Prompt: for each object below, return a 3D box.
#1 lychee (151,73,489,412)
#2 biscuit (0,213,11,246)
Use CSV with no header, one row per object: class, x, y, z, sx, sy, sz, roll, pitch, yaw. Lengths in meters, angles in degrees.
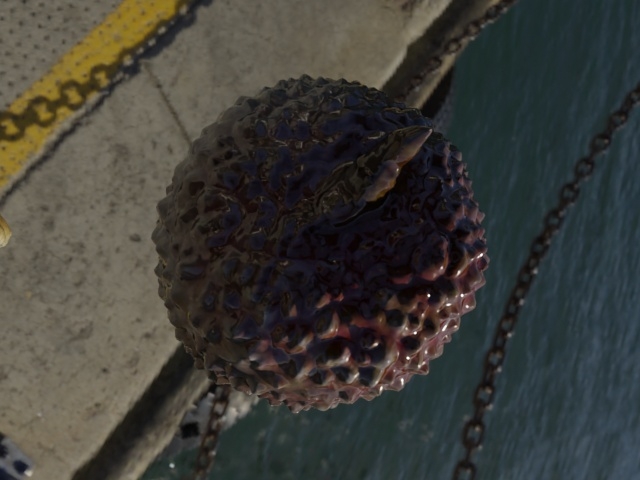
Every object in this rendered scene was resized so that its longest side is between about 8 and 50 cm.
lychee,0.000,0.000,0.440,0.165,0.165,0.197,-56,179,-24
biscuit,-0.174,-0.101,0.297,0.026,0.131,0.237,-29,94,-13
